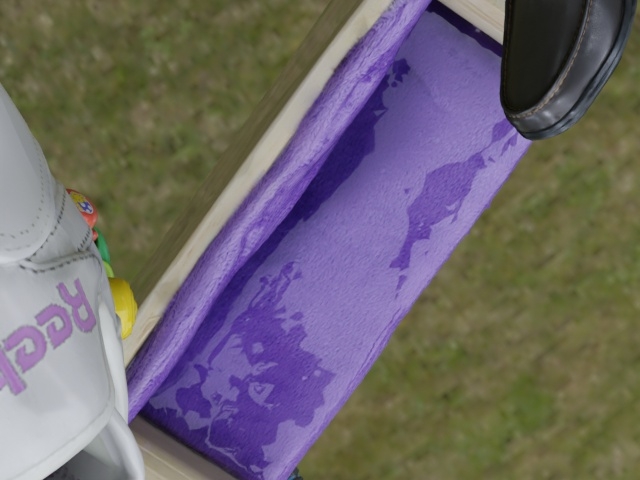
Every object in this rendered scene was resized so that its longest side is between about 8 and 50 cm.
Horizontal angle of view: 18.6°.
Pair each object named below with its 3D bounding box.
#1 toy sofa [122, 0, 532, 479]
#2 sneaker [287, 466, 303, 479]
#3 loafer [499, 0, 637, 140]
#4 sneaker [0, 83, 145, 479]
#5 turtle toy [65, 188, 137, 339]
[{"bbox_3d":[0.000,0.000,1.136,0.150,0.177,0.362,34,101,-11],"label":"toy sofa"},{"bbox_3d":[-0.067,0.239,1.544,0.071,0.083,0.191,-27,137,-44],"label":"sneaker"},{"bbox_3d":[0.102,-0.125,0.848,0.062,0.170,0.061,-11,147,43],"label":"loafer"},{"bbox_3d":[-0.122,0.032,0.481,0.114,0.152,0.305,-35,178,-19],"label":"sneaker"},{"bbox_3d":[-0.117,0.007,0.731,0.095,0.066,0.130,-2,175,-9],"label":"turtle toy"}]
